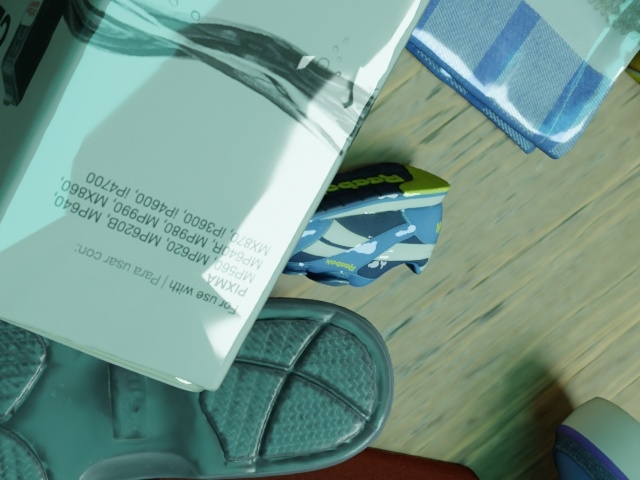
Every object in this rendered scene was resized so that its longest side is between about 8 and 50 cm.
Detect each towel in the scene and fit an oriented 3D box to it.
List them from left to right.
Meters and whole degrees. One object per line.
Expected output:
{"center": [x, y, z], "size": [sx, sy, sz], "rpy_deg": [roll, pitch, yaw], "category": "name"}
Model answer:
{"center": [0.140, -0.200, 0.685], "size": [0.209, 0.034, 0.285], "rpy_deg": [36, 95, -32], "category": "towel"}

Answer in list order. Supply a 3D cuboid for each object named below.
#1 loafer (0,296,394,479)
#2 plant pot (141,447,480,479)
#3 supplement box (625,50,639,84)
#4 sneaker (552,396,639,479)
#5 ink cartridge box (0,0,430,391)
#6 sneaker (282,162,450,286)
{"center": [-0.121, 0.065, 0.645], "size": [0.302, 0.095, 0.109], "rpy_deg": [4, 90, -11], "category": "loafer"}
{"center": [-0.016, 0.272, 0.705], "size": [0.267, 0.236, 0.267], "rpy_deg": [16, 105, -31], "category": "plant pot"}
{"center": [0.375, -0.151, 0.721], "size": [0.194, 0.195, 0.356], "rpy_deg": [35, 95, -33], "category": "supplement box"}
{"center": [0.145, 0.280, 0.774], "size": [0.236, 0.130, 0.323], "rpy_deg": [-27, 89, -8], "category": "sneaker"}
{"center": [-0.054, -0.109, 0.536], "size": [0.114, 0.197, 0.273], "rpy_deg": [22, 101, -30], "category": "ink cartridge box"}
{"center": [0.000, 0.000, 0.698], "size": [0.144, 0.053, 0.059], "rpy_deg": [-7, 117, -21], "category": "sneaker"}
